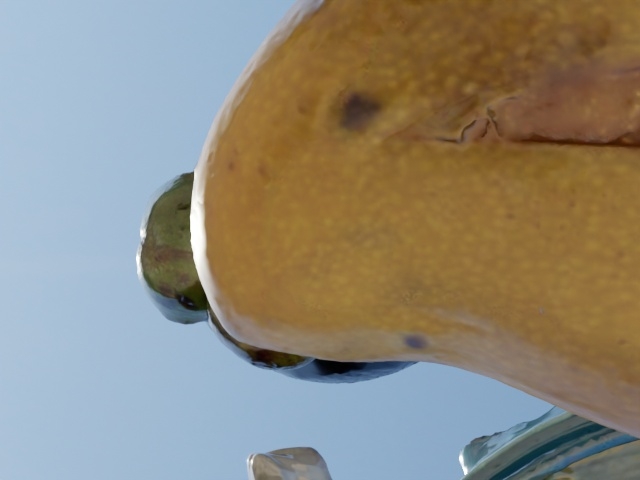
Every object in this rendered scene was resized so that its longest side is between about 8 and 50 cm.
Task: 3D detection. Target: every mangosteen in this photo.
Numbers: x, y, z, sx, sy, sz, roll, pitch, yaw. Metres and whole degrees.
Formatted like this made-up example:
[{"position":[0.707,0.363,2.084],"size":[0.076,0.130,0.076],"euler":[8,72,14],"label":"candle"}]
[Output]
[{"position":[0.000,0.000,1.325],"size":[0.243,0.243,0.243],"euler":[-12,-114,28],"label":"mangosteen"}]

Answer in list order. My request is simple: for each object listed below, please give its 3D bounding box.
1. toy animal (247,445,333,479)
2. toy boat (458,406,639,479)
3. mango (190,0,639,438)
[{"position":[-0.073,0.258,1.261],"size":[0.271,0.265,0.206],"euler":[-9,-84,52],"label":"toy animal"},{"position":[0.152,0.107,0.738],"size":[0.237,0.109,0.098],"euler":[-5,-143,8],"label":"toy boat"},{"position":[0.114,-0.023,0.532],"size":[0.294,0.120,0.177],"euler":[3,-88,-6],"label":"mango"}]
